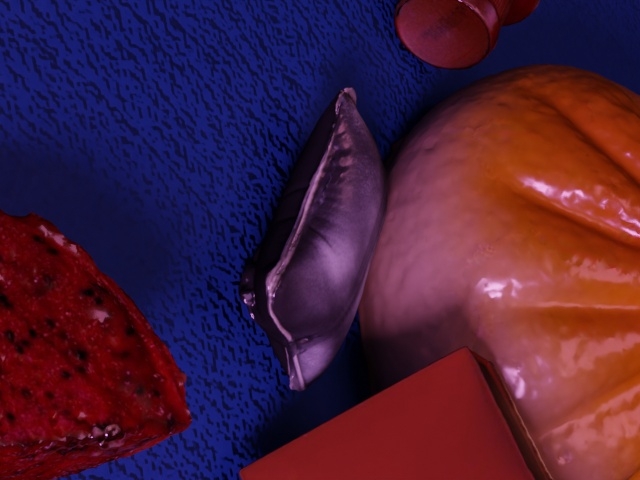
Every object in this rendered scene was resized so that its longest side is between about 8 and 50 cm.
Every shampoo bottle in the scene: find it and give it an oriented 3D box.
[{"bbox_3d":[0.116,-0.212,0.905,0.102,0.064,0.260,51,48,-32],"label":"shampoo bottle"}]

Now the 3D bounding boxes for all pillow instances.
[{"bbox_3d":[0.002,0.000,0.738,0.091,0.055,0.136,49,51,-36],"label":"pillow"}]

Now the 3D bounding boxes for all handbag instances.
[{"bbox_3d":[0.058,0.161,0.661,0.190,0.127,0.063,64,12,23],"label":"handbag"}]

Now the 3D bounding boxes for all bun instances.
[{"bbox_3d":[0.163,0.045,0.837,0.299,0.165,0.299,10,76,-47],"label":"bun"}]

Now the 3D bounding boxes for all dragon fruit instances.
[{"bbox_3d":[-0.140,0.044,0.552,0.162,0.083,0.106,-4,64,-39],"label":"dragon fruit"}]
